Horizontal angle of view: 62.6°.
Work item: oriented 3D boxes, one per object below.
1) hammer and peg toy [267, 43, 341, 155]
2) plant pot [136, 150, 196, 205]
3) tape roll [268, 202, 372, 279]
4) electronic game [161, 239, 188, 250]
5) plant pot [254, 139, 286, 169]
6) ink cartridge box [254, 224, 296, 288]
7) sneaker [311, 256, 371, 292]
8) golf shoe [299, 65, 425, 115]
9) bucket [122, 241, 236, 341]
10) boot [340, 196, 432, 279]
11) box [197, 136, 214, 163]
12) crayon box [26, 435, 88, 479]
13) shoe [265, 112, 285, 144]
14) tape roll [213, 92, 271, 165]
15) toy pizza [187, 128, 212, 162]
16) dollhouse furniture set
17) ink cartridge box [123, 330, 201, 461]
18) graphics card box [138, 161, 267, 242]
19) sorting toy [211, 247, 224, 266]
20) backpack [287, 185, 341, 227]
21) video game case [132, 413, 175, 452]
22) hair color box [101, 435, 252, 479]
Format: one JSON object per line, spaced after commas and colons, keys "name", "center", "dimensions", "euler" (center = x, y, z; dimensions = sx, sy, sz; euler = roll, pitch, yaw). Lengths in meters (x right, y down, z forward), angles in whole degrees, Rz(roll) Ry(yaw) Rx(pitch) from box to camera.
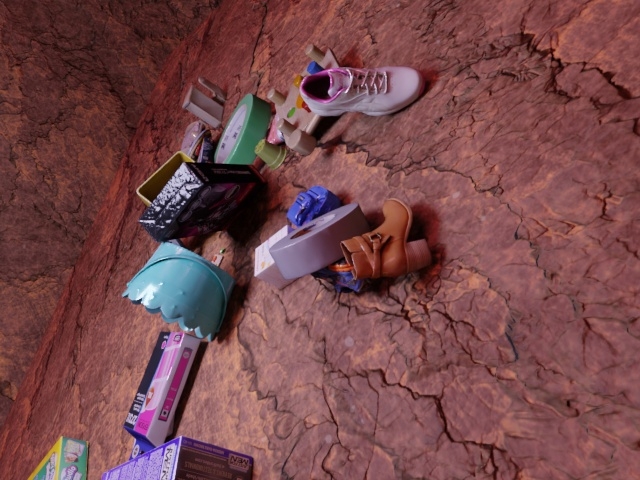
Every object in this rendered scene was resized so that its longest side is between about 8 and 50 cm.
{"name": "hammer and peg toy", "center": [-0.014, -0.396, 1.526], "dimensions": [0.266, 0.127, 0.361], "euler": [-44, 39, 23]}
{"name": "plant pot", "center": [-0.476, -0.138, 1.823], "dimensions": [0.212, 0.212, 0.187], "euler": [-51, -3, -24]}
{"name": "tape roll", "center": [0.000, 0.000, 1.135], "dimensions": [0.219, 0.072, 0.219], "euler": [-27, 8, 4]}
{"name": "electronic game", "center": [-0.524, -0.012, 1.820], "dimensions": [0.048, 0.229, 0.229], "euler": [-40, 27, -20]}
{"name": "plant pot", "center": [-0.164, -0.279, 1.674], "dimensions": [0.083, 0.079, 0.083], "euler": [-34, 41, 35]}
{"name": "ink cartridge box", "center": [-0.097, 0.048, 1.316], "dimensions": [0.143, 0.090, 0.092], "euler": [-35, 40, 31]}
{"name": "sneaker", "center": [0.037, 0.074, 1.125], "dimensions": [0.083, 0.087, 0.221], "euler": [-29, 9, -18]}
{"name": "golf shoe", "center": [0.093, -0.363, 1.265], "dimensions": [0.306, 0.140, 0.115], "euler": [-4, 89, 20]}
{"name": "bucket", "center": [-0.382, 0.141, 1.470], "dimensions": [0.281, 0.281, 0.183], "euler": [1, 60, 53]}
{"name": "boot", "center": [0.112, -0.007, 1.024], "dimensions": [0.152, 0.073, 0.197], "euler": [-12, 41, -8]}
{"name": "box", "center": [-0.449, -0.280, 2.014], "dimensions": [0.233, 0.044, 0.159], "euler": [-105, 33, -58]}
{"name": "crayon box", "center": [-0.875, 0.879, 1.683], "dimensions": [0.313, 0.106, 0.363], "euler": [-49, 35, 13]}
{"name": "shoe", "center": [-0.140, -0.390, 1.742], "dimensions": [0.081, 0.063, 0.178], "euler": [-22, 53, 38]}
{"name": "tape roll", "center": [-0.279, -0.348, 1.832], "dimensions": [0.321, 0.077, 0.321], "euler": [-45, 32, 39]}
{"name": "toy pizza", "center": [-0.494, -0.362, 2.160], "dimensions": [0.201, 0.032, 0.201], "euler": [-62, 0, 0]}
{"name": "dollhouse furniture set", "center": [-0.611, -0.527, 2.380], "dimensions": [0.355, 0.174, 0.303], "euler": [-31, 42, 36]}
{"name": "ink cartridge box", "center": [-0.458, 0.439, 1.477], "dimensions": [0.176, 0.069, 0.371], "euler": [-10, 59, 50]}
{"name": "graphics card box", "center": [-0.332, -0.120, 1.556], "dimensions": [0.233, 0.371, 0.094], "euler": [-45, 78, 19]}
{"name": "sorting toy", "center": [-0.334, 0.060, 1.693], "dimensions": [0.062, 0.012, 0.083], "euler": [5, 69, 55]}
{"name": "backpack", "center": [-0.013, -0.075, 1.295], "dimensions": [0.120, 0.101, 0.098], "euler": [-54, 40, 2]}
{"name": "video game case", "center": [-0.476, 0.503, 1.524], "dimensions": [0.190, 0.022, 0.173], "euler": [-37, 39, 30]}
{"name": "hair color box", "center": [-0.325, 0.538, 1.145], "dimensions": [0.339, 0.185, 0.110], "euler": [-33, 40, 34]}
